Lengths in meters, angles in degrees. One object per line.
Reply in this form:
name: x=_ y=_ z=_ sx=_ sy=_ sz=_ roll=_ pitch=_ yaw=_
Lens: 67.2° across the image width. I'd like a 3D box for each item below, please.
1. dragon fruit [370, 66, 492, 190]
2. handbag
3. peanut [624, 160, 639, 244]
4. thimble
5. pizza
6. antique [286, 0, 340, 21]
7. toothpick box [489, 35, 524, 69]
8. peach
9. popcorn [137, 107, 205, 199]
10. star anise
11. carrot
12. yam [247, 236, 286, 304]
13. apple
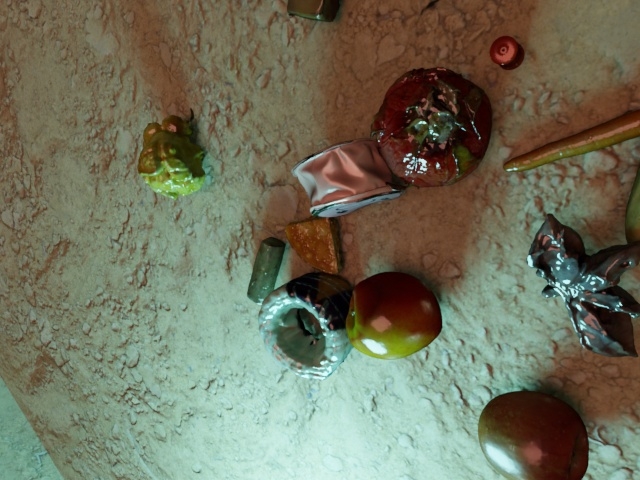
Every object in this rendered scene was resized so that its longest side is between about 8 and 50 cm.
dragon fruit: x=0.203 y=-0.206 z=0.834 sx=0.223 sy=0.148 sz=0.219 roll=-17 pitch=89 yaw=2
handbag: x=0.053 y=-0.120 z=0.976 sx=0.204 sy=0.179 sz=0.117 roll=-17 pitch=85 yaw=26
peanut: x=0.544 y=-0.104 z=0.712 sx=0.147 sy=0.147 sz=0.319 roll=10 pitch=101 yaw=28
thimble: x=-0.018 y=0.198 z=1.109 sx=0.237 sy=0.150 sz=0.238 roll=8 pitch=107 yaw=28
pizza: x=0.000 y=0.000 z=1.110 sx=0.175 sy=0.046 sz=0.134 roll=49 pitch=121 yaw=11
antique: x=0.014 y=-0.588 z=0.927 sx=0.087 sy=0.093 sz=0.310 roll=21 pitch=112 yaw=25
toothpick box: x=0.319 y=-0.320 z=0.822 sx=0.047 sy=0.083 sz=0.047 roll=7 pitch=104 yaw=28
peach: x=0.155 y=0.154 z=0.987 sx=0.197 sy=0.197 sz=0.198 roll=8 pitch=106 yaw=29
popcorn: x=-0.368 y=-0.210 z=1.221 sx=0.173 sy=0.168 sz=0.195 roll=-38 pitch=44 yaw=42
star anise: x=0.429 y=0.070 z=0.796 sx=0.198 sy=0.110 sz=0.258 roll=33 pitch=155 yaw=47
carrot: x=0.435 y=-0.163 z=0.820 sx=0.247 sy=0.043 sz=0.043 roll=-18 pitch=92 yaw=35
yam: x=-0.136 y=0.075 z=1.196 sx=0.068 sy=0.068 sz=0.170 roll=25 pitch=113 yaw=23
apple: x=0.398 y=0.373 z=0.899 sx=0.168 sy=0.180 sz=0.181 roll=-5 pitch=100 yaw=54
